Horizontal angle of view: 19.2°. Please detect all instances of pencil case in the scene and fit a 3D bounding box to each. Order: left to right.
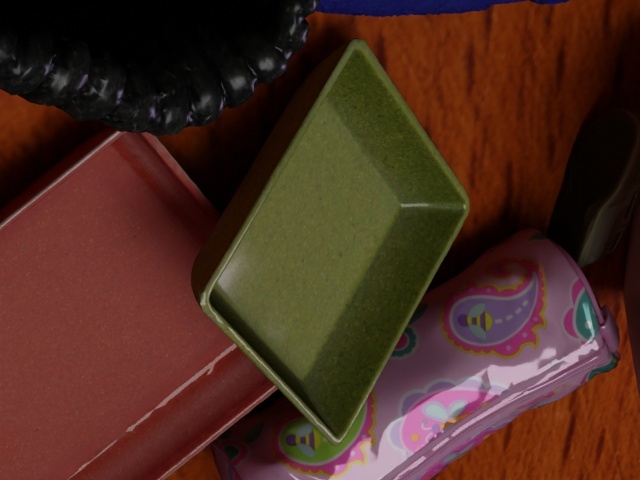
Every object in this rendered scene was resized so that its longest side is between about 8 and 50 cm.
[{"bbox_3d":[0.063,0.110,1.273,0.284,0.124,0.124,-34,138,-5],"label":"pencil case"}]

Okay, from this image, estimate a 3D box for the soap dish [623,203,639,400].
[{"bbox_3d":[0.281,0.007,1.245,0.118,0.229,0.291,1,131,0],"label":"soap dish"}]

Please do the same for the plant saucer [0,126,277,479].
[{"bbox_3d":[-0.157,0.068,1.138,0.259,0.048,0.258,-38,138,0],"label":"plant saucer"}]

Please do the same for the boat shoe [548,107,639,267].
[{"bbox_3d":[0.196,-0.038,1.287,0.045,0.050,0.135,-12,142,-30],"label":"boat shoe"}]

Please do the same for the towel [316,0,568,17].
[{"bbox_3d":[0.110,-0.227,1.029,0.308,0.076,0.228,-9,139,-31],"label":"towel"}]

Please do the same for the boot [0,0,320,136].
[{"bbox_3d":[-0.198,-0.136,0.774,0.348,0.260,0.131,-15,133,-23],"label":"boot"}]

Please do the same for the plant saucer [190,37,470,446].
[{"bbox_3d":[0.000,0.000,1.145,0.188,0.045,0.188,-60,142,-18],"label":"plant saucer"}]
